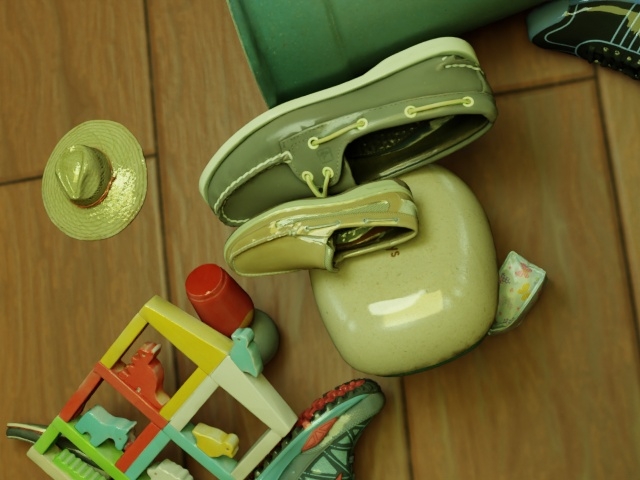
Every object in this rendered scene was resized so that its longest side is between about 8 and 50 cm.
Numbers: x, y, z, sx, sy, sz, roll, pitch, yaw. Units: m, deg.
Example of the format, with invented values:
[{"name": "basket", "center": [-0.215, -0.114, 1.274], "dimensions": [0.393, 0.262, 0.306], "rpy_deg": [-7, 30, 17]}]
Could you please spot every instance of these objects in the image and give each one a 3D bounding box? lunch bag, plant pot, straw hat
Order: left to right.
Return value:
[{"name": "straw hat", "center": [-0.272, -0.075, 1.357], "dimensions": [0.145, 0.061, 0.144], "rpy_deg": [-2, 81, 14]}, {"name": "plant pot", "center": [0.069, -0.327, 1.176], "dimensions": [0.334, 0.341, 0.341], "rpy_deg": [-16, 78, 6]}, {"name": "lunch bag", "center": [0.190, 0.058, 1.205], "dimensions": [0.053, 0.071, 0.083], "rpy_deg": [32, 91, 16]}]

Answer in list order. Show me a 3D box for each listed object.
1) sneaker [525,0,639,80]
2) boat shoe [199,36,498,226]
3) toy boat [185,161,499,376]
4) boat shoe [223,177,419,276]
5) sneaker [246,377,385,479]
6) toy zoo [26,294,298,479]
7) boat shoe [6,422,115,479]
[{"name": "sneaker", "center": [0.325, -0.199, 1.203], "dimensions": [0.232, 0.081, 0.090], "rpy_deg": [0, 77, 15]}, {"name": "boat shoe", "center": [0.024, -0.088, 1.147], "dimensions": [0.305, 0.109, 0.091], "rpy_deg": [-26, 54, 10]}, {"name": "toy boat", "center": [0.026, 0.044, 1.216], "dimensions": [0.318, 0.148, 0.267], "rpy_deg": [-17, 48, 13]}, {"name": "boat shoe", "center": [0.000, 0.000, 1.113], "dimensions": [0.190, 0.068, 0.072], "rpy_deg": [-21, 46, 8]}, {"name": "sneaker", "center": [-0.007, 0.259, 1.229], "dimensions": [0.125, 0.104, 0.262], "rpy_deg": [40, 98, 0]}, {"name": "toy zoo", "center": [-0.156, 0.188, 1.222], "dimensions": [0.192, 0.030, 0.293], "rpy_deg": [41, 116, 1]}, {"name": "boat shoe", "center": [-0.290, 0.232, 1.323], "dimensions": [0.137, 0.049, 0.043], "rpy_deg": [11, 87, 12]}]
